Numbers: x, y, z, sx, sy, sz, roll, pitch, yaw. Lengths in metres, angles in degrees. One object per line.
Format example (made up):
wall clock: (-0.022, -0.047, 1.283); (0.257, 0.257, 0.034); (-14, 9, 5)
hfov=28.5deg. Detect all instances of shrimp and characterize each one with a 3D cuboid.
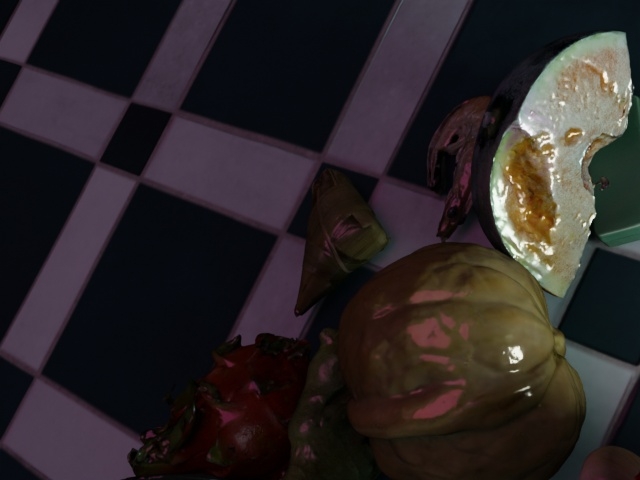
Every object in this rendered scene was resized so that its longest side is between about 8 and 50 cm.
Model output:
shrimp: (0.185, -0.100, 1.715); (0.126, 0.047, 0.223); (1, 63, 47)

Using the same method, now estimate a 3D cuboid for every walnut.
walnut: (0.157, 0.151, 1.459); (0.285, 0.285, 0.296); (-17, 96, 32)

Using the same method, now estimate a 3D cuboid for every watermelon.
watermelon: (0.246, -0.116, 1.548); (0.188, 0.175, 0.322); (20, 91, 61)

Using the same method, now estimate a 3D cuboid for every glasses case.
glasses case: (0.373, -0.086, 1.558); (0.077, 0.039, 0.184); (-17, 57, 31)

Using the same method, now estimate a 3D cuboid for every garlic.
garlic: (0.317, 0.299, 1.353); (0.099, 0.124, 0.174); (-41, 19, 35)

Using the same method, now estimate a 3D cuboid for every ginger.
ginger: (0.026, 0.235, 1.608); (0.089, 0.137, 0.290); (128, 154, -63)

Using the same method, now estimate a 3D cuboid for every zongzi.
zongzi: (0.000, 0.000, 1.794); (0.176, 0.078, 0.160); (-45, 42, 15)

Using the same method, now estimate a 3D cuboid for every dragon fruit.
dragon fruit: (-0.127, 0.228, 1.677); (0.198, 0.269, 0.200); (-131, 36, -75)

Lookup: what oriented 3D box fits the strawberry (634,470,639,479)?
strawberry: (0.394, 0.304, 1.194); (0.257, 0.257, 0.277); (36, 96, 44)

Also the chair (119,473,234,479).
chair: (-0.182, 0.513, 1.569); (0.226, 0.226, 0.401); (-16, 60, 32)
